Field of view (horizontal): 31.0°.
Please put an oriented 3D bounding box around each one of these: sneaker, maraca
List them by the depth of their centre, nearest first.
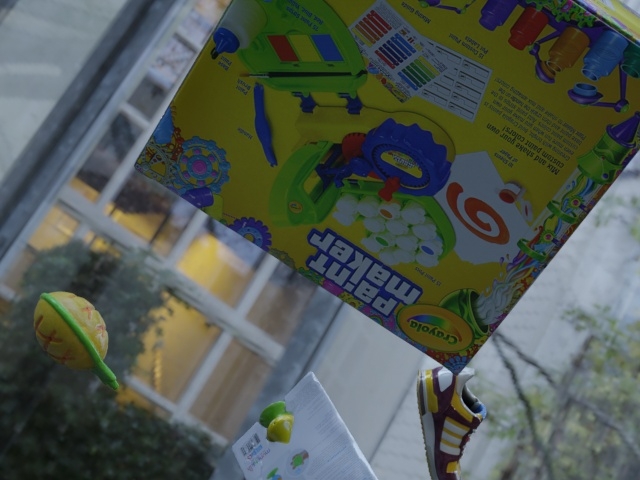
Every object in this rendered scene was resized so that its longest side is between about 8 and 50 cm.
[{"bbox_3d":[0.177,0.248,1.496,0.083,0.069,0.185,-8,-65,12],"label":"sneaker"},{"bbox_3d":[-0.373,0.156,1.781,0.186,0.099,0.127,57,-18,-18],"label":"maraca"}]

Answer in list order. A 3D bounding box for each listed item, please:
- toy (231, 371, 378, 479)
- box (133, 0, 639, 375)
[{"bbox_3d":[0.001,0.274,1.279,0.056,0.137,0.237,36,13,-47],"label":"toy"},{"bbox_3d":[0.066,-0.108,0.872,0.290,0.279,0.177,33,22,-5],"label":"box"}]
